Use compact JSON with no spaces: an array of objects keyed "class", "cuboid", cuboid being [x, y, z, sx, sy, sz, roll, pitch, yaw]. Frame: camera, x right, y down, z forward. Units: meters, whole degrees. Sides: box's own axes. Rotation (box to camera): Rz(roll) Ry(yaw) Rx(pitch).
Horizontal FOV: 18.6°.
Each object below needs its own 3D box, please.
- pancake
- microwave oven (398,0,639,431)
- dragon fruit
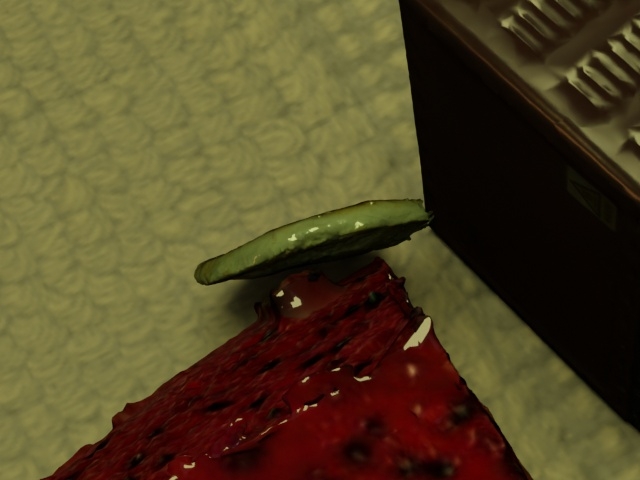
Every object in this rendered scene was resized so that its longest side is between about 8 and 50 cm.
[{"class":"pancake","cuboid":[-0.005,0.003,0.949,0.116,0.129,0.022,-13,86,-27]},{"class":"microwave oven","cuboid":[0.164,-0.051,0.900,0.178,0.247,0.188,-41,65,-14]},{"class":"dragon fruit","cuboid":[-0.041,0.126,0.822,0.330,0.240,0.302,-15,38,-11]}]
